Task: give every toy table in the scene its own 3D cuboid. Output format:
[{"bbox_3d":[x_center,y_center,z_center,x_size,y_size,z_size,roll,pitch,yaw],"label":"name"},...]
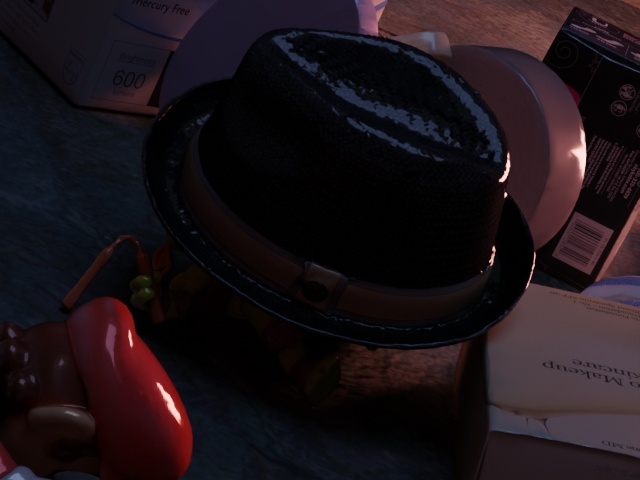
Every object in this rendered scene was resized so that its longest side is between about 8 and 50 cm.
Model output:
[{"bbox_3d":[-0.011,-0.156,1.960,0.274,0.252,0.161,-10,-12,41],"label":"toy table"}]

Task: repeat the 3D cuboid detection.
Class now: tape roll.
[{"bbox_3d":[0.154,-0.086,1.993,0.219,0.219,0.072,38,25,32],"label":"tape roll"}]

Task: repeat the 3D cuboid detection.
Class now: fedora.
[{"bbox_3d":[0.032,-0.069,1.588,0.334,0.152,0.334,13,41,-11],"label":"fedora"}]

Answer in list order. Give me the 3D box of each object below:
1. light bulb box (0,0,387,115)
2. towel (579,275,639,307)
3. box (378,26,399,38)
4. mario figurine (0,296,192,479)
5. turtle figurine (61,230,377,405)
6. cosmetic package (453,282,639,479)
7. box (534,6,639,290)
[{"bbox_3d":[-0.107,-0.329,2.087,0.358,0.361,0.225,4,29,-43],"label":"light bulb box"},{"bbox_3d":[0.303,0.071,1.898,0.209,0.034,0.285,-3,8,29],"label":"towel"},{"bbox_3d":[0.112,-0.165,2.303,0.147,0.077,0.180,17,23,-45],"label":"box"},{"bbox_3d":[-0.239,0.122,1.235,0.321,0.170,0.198,9,60,-14],"label":"mario figurine"},{"bbox_3d":[-0.063,0.041,1.620,0.217,0.087,0.269,38,48,19],"label":"turtle figurine"},{"bbox_3d":[0.193,0.146,1.591,0.160,0.113,0.309,12,20,-2],"label":"cosmetic package"},{"bbox_3d":[0.281,-0.100,2.130,0.163,0.247,0.142,27,21,3],"label":"box"}]
